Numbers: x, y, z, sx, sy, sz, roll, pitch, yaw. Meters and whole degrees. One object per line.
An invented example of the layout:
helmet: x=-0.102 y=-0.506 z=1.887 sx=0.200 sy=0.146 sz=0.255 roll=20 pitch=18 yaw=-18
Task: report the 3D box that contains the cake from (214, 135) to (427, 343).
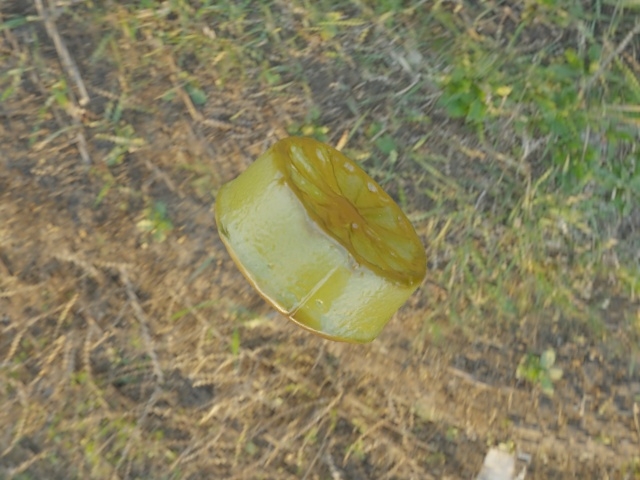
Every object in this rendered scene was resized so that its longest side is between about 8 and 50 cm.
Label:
cake: x=0.000 y=0.000 z=0.492 sx=0.084 sy=0.084 sz=0.044 roll=44 pitch=111 yaw=-1
